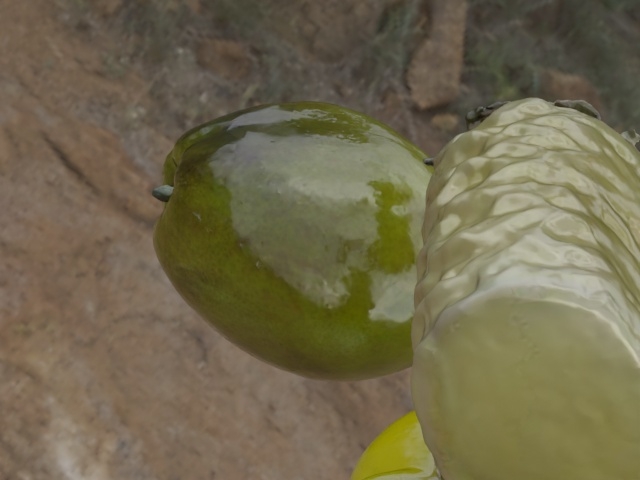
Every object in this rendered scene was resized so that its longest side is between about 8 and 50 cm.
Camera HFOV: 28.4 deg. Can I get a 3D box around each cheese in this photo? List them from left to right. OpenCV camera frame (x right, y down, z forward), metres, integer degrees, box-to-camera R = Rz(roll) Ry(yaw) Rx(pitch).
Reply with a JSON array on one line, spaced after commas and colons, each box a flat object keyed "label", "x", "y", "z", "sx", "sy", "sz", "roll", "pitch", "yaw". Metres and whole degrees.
[{"label": "cheese", "x": 0.088, "y": 0.024, "z": 0.473, "sx": 0.167, "sy": 0.093, "sz": 0.123, "roll": -75, "pitch": 142, "yaw": -61}]

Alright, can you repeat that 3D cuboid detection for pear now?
[{"label": "pear", "x": 0.000, "y": 0.000, "z": 1.171, "sx": 0.321, "sy": 0.269, "sz": 0.269, "roll": 20, "pitch": 37, "yaw": -6}]

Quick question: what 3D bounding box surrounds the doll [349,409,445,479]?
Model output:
[{"label": "doll", "x": 0.119, "y": 0.167, "z": 0.867, "sx": 0.199, "sy": 0.363, "sz": 0.145, "roll": 0, "pitch": 65, "yaw": -19}]
